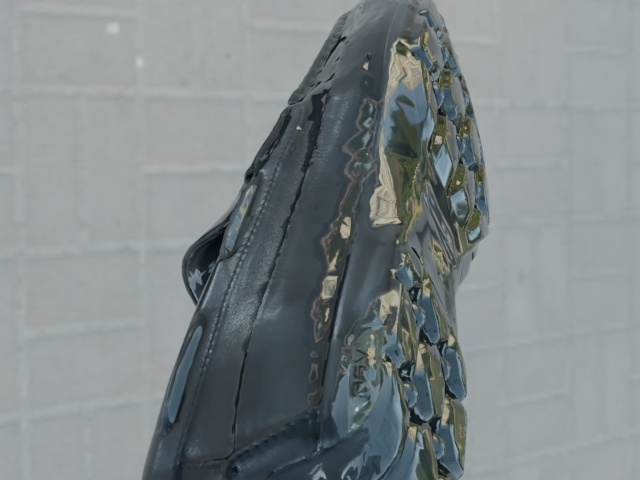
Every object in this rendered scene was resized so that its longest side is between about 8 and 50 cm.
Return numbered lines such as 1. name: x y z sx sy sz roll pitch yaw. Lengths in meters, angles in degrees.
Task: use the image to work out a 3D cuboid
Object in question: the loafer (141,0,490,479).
1. loafer: 0.000 0.000 0.455 0.223 0.078 0.076 -77 149 -52
